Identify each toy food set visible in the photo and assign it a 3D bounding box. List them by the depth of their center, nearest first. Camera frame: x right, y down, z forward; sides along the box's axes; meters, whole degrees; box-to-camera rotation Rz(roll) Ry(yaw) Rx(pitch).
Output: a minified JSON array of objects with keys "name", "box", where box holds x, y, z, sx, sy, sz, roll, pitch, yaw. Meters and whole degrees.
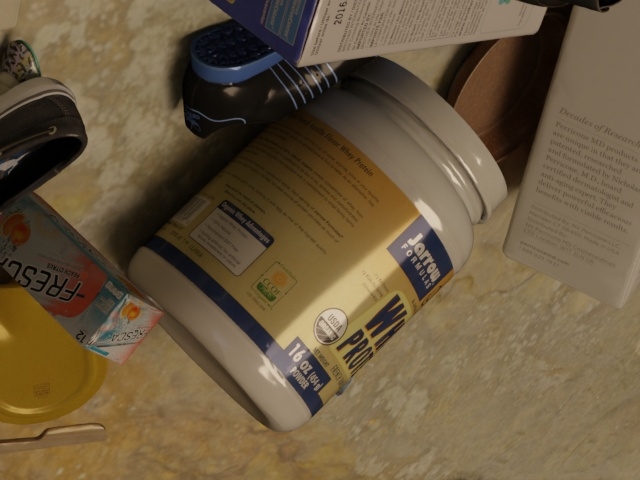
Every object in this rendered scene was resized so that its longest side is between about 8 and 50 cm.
[{"name":"toy food set","box":[-0.262,0.096,1.625,0.128,0.071,0.218,-11,135,-15]}]

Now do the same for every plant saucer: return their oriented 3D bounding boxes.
[{"name":"plant saucer","box":[0.198,-0.169,1.962,0.199,0.036,0.198,-33,146,-26]}]

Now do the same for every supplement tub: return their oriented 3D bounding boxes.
[{"name":"supplement tub","box":[0.000,0.000,1.695,0.316,0.228,0.228,-44,149,-10]}]

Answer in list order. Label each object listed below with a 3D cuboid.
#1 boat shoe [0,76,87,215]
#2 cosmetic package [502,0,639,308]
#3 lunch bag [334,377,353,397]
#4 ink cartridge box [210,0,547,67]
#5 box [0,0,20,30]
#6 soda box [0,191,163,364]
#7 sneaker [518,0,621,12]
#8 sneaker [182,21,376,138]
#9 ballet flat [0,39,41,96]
[{"name":"boat shoe","box":[-0.276,-0.032,1.407,0.228,0.076,0.080,-36,144,2]},{"name":"cosmetic package","box":[0.362,-0.176,1.993,0.230,0.161,0.453,-45,155,-47]},{"name":"lunch bag","box":[0.005,0.127,1.996,0.053,0.071,0.083,-21,139,-43]},{"name":"ink cartridge box","box":[0.062,-0.305,1.517,0.395,0.151,0.270,-15,134,-46]},{"name":"box","box":[-0.330,-0.183,1.187,0.275,0.094,0.113,-20,137,-40]},{"name":"soda box","box":[-0.214,0.023,1.479,0.058,0.183,0.063,-52,148,2]},{"name":"sneaker","box":[0.216,-0.224,1.530,0.083,0.118,0.222,-56,160,6]},{"name":"sneaker","box":[-0.029,-0.159,1.637,0.232,0.081,0.090,-18,140,-33]},{"name":"ballet flat","box":[-0.242,-0.108,1.438,0.041,0.041,0.114,-33,147,-27]}]
